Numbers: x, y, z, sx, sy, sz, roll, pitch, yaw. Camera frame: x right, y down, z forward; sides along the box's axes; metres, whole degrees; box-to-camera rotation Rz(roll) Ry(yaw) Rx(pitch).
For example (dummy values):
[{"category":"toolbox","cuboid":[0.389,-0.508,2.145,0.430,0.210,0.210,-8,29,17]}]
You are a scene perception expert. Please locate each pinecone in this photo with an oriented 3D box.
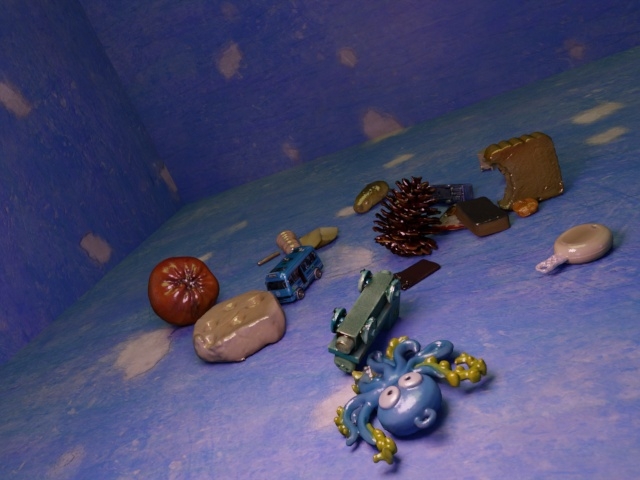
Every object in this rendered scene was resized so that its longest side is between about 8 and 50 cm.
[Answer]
[{"category":"pinecone","cuboid":[0.308,-0.086,1.853,0.247,0.291,0.246,10,19,-3]}]

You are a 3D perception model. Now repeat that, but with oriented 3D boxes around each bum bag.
[{"category":"bum bag","cuboid":[0.300,0.105,1.731,0.159,0.026,0.109,-29,20,-16]}]

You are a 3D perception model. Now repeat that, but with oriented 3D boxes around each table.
[{"category":"table","cuboid":[0.738,-0.357,2.347,0.062,0.083,0.079,0,30,47]}]

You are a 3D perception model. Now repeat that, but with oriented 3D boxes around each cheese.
[{"category":"cheese","cuboid":[0.681,0.028,1.450,0.228,0.064,0.137,-29,19,-13]},{"category":"cheese","cuboid":[-0.264,0.283,1.774,0.327,0.115,0.318,-6,25,41]}]

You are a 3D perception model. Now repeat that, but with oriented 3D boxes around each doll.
[{"category":"doll","cuboid":[0.178,0.321,1.201,0.346,0.098,0.341,-30,20,-10]}]

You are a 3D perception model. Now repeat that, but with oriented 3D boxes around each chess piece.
[{"category":"chess piece","cuboid":[-0.131,0.021,2.346,0.094,0.094,0.170,-27,23,-9]}]

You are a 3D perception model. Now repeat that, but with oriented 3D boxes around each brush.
[{"category":"brush","cuboid":[0.557,-0.087,1.849,0.123,0.059,0.197,-17,27,-3]}]

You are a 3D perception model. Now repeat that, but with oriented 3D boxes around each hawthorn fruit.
[{"category":"hawthorn fruit","cuboid":[-0.556,0.208,2.122,0.277,0.277,0.298,-40,6,-39]}]

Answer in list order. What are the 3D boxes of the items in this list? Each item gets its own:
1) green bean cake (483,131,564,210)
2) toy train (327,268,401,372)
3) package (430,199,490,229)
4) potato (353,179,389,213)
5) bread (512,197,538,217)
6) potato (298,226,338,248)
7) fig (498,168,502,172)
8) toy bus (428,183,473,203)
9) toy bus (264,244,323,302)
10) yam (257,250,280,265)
[{"category":"green bean cake","cuboid":[0.704,-0.244,1.875,0.233,0.236,0.124,-18,18,10]},{"category":"toy train","cuboid":[0.123,0.214,1.424,0.120,0.194,0.298,17,43,24]},{"category":"package","cuboid":[0.524,-0.094,1.988,0.154,0.030,0.239,-3,27,40]},{"category":"potato","cuboid":[0.236,-0.206,2.513,0.225,0.090,0.117,-42,32,-26]},{"category":"bread","cuboid":[0.699,-0.113,1.816,0.083,0.046,0.081,-7,30,32]},{"category":"potato","cuboid":[0.000,0.000,2.314,0.120,0.081,0.149,-1,-18,-42]},{"category":"fig","cuboid":[0.808,-0.335,2.173,0.159,0.159,0.257,-12,5,29]},{"category":"toy bus","cuboid":[0.511,-0.192,2.186,0.094,0.079,0.237,-7,7,-34]},{"category":"toy bus","cuboid":[-0.099,0.124,1.970,0.114,0.134,0.246,-10,23,35]},{"category":"yam","cuboid":[-0.233,0.081,2.400,0.116,0.021,0.021,-29,20,-19]}]
